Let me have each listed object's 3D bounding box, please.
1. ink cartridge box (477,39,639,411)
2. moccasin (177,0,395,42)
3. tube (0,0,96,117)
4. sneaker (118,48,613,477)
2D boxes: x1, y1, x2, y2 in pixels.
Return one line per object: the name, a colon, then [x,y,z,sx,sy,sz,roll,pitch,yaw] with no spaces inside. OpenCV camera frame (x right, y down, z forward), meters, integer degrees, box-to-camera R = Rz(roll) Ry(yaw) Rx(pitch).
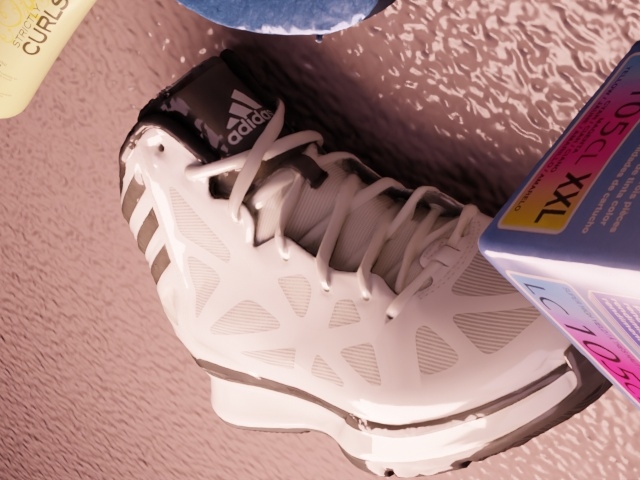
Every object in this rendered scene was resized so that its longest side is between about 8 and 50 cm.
ink cartridge box: [0.285,0.044,0.679,0.270,0.151,0.395,42,165,-22]
moccasin: [-0.067,-0.217,0.980,0.342,0.117,0.137,27,130,36]
tube: [-0.215,-0.175,1.244,0.070,0.062,0.240,12,150,-22]
sneaker: [-0.001,0.001,1.078,0.447,0.169,0.257,-6,123,54]
